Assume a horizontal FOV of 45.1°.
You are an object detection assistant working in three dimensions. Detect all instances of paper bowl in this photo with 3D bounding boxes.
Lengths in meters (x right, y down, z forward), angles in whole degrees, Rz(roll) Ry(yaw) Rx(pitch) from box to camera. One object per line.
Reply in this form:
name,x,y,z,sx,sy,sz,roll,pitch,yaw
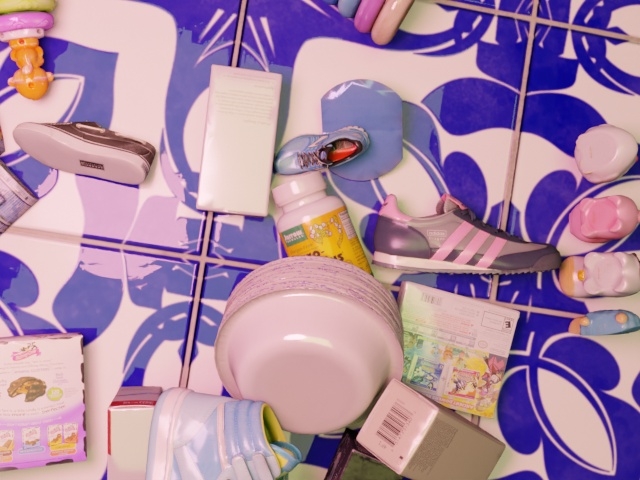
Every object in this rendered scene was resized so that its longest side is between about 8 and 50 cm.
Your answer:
paper bowl,-0.017,0.174,1.152,0.284,0.148,0.284,3,122,4

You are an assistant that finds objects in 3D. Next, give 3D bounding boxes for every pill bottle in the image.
pill bottle,0.000,0.000,1.238,0.117,0.117,0.209,-22,92,-7

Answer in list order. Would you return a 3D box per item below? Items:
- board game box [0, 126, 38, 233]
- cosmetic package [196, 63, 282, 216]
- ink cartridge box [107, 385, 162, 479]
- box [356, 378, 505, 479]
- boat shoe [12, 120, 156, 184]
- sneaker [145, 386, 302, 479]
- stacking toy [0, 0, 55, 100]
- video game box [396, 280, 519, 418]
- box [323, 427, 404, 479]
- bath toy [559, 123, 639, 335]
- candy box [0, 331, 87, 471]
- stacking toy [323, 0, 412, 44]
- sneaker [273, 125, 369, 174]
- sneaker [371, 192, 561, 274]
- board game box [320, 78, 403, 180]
board game box,-0.551,-0.103,1.205,0.194,0.060,0.194,-44,94,-5
cosmetic package,-0.131,-0.157,1.244,0.117,0.085,0.231,7,90,-6
ink cartridge box,-0.279,0.297,1.172,0.072,0.175,0.128,-1,89,-9
box,0.177,0.311,1.184,0.113,0.094,0.275,-57,139,-5
boat shoe,-0.373,-0.150,1.226,0.219,0.078,0.070,16,53,-3
sneaker,-0.130,0.365,1.055,0.208,0.127,0.319,-1,81,10
stacking toy,-0.469,-0.368,1.187,0.175,0.165,0.302,-13,102,-18
video game box,0.213,0.183,1.294,0.205,0.048,0.187,16,85,-6
box,0.055,0.397,1.212,0.093,0.158,0.156,24,88,0
bath toy,0.477,-0.016,1.291,0.129,0.151,0.349,6,84,-45
candy box,-0.449,0.245,1.188,0.164,0.070,0.197,-1,89,-20
stacking toy,0.000,-0.456,1.245,0.330,0.141,0.141,30,86,-1
sneaker,-0.002,-0.144,1.248,0.162,0.073,0.064,-17,106,10
sneaker,0.246,-0.011,1.269,0.318,0.112,0.131,3,92,-8
board game box,0.070,-0.186,1.286,0.133,0.033,0.169,-2,109,5
